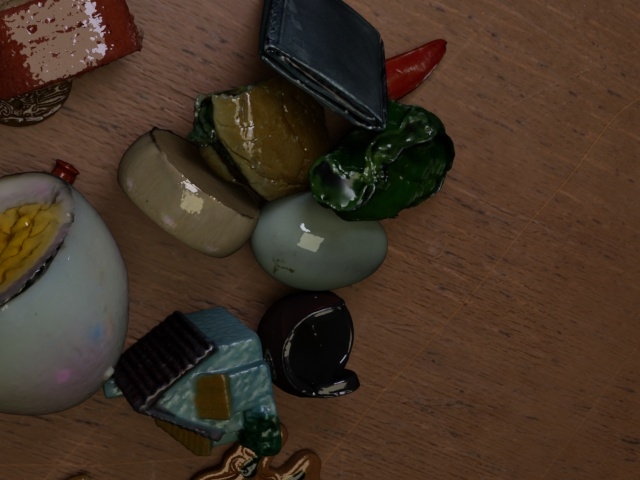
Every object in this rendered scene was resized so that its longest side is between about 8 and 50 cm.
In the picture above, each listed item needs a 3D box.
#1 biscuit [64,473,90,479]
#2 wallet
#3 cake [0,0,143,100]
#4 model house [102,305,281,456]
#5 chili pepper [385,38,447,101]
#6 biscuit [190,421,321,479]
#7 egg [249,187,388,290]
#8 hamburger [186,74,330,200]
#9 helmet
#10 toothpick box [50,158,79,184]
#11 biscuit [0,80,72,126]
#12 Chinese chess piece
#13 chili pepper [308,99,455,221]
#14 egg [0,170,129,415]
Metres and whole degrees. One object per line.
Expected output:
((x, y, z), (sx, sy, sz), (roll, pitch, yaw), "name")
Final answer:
((-0.442, 0.583, 1.697), (0.154, 0.045, 0.299), (-24, 106, -9), "biscuit")
((0.006, -0.318, 1.527), (0.237, 0.342, 0.075), (28, 123, -19), "wallet")
((-0.419, -0.319, 1.438), (0.282, 0.177, 0.151), (-22, 102, -17), "cake")
((-0.234, 0.264, 1.572), (0.248, 0.280, 0.230), (-14, 102, -19), "model house")
((0.169, -0.324, 1.700), (0.169, 0.065, 0.088), (-34, 123, -13), "chili pepper")
((-0.155, 0.501, 1.764), (0.334, 0.047, 0.202), (-43, 109, -4), "biscuit")
((0.000, 0.000, 1.643), (0.264, 0.183, 0.183), (9, 98, -27), "egg")
((-0.081, -0.176, 1.552), (0.309, 0.132, 0.211), (-30, 109, -52), "hamburger")
((-0.019, 0.185, 1.665), (0.216, 0.193, 0.189), (-31, 113, -54), "helmet")
((-0.449, -0.095, 1.566), (0.047, 0.047, 0.083), (34, 89, -19), "toothpick box")
((-0.507, -0.282, 1.525), (0.187, 0.027, 0.188), (-3, 102, -15), "biscuit")
((-0.217, -0.080, 1.529), (0.249, 0.250, 0.103), (35, 102, -19), "Chinese chess piece")
((0.106, -0.145, 1.575), (0.167, 0.385, 0.213), (33, 112, 16), "chili pepper")
((-0.461, 0.119, 1.464), (0.354, 0.354, 0.340), (-32, 131, -8), "egg")
